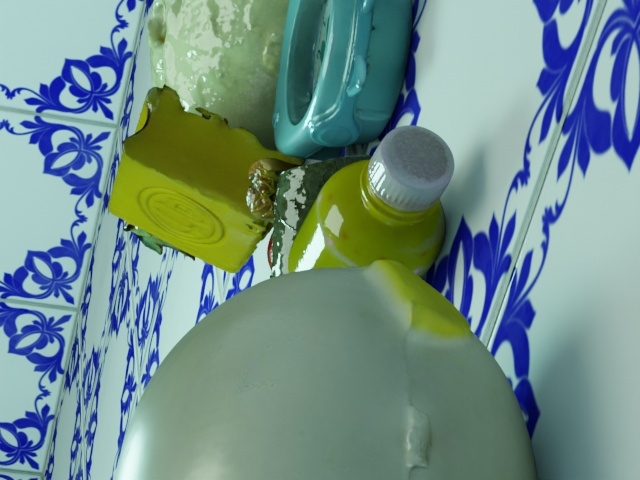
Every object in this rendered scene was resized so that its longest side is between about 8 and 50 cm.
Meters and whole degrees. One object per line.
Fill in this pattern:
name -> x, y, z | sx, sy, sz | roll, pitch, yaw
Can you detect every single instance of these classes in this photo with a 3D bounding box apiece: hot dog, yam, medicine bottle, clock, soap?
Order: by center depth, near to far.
medicine bottle -> 0.054, -0.017, 1.638 | 0.212, 0.122, 0.121 | 119, 156, -55
yam -> 0.000, 0.000, 1.895 | 0.107, 0.107, 0.183 | 154, 121, -74
clock -> 0.027, -0.198, 1.933 | 0.274, 0.094, 0.223 | -177, 95, -74
hot dog -> -0.030, -0.047, 1.986 | 0.165, 0.045, 0.071 | 18, -99, -60
soap -> -0.141, -0.064, 2.172 | 0.096, 0.204, 0.324 | -65, 3, -14

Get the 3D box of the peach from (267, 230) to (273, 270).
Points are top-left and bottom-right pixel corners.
peach -> -0.029, 0.008, 2.095 | 0.098, 0.061, 0.098 | -174, 90, -84

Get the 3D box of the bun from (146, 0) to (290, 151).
bun -> -0.113, -0.258, 2.315 | 0.364, 0.202, 0.364 | -173, 90, -74

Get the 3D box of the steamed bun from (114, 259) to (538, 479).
steamed bun -> 0.002, 0.203, 1.321 | 0.334, 0.334, 0.373 | 120, 156, -57

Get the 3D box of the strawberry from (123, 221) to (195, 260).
strawberry -> -0.152, -0.123, 2.532 | 0.306, 0.138, 0.233 | -64, -16, -9
